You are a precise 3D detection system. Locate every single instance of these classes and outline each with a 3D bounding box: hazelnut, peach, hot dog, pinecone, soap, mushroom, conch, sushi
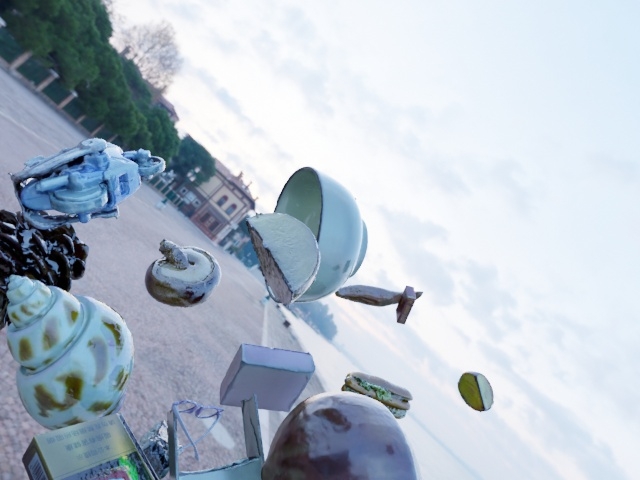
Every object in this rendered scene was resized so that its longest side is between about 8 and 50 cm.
[{"bbox_3d":[0.056,0.590,1.049,0.421,0.421,0.353,45,-39,-11],"label":"hazelnut"},{"bbox_3d":[0.356,0.338,0.951,0.050,0.077,0.083,6,23,-33],"label":"peach"},{"bbox_3d":[0.217,0.594,1.617,0.337,0.135,0.100,29,0,-23],"label":"hot dog"},{"bbox_3d":[-0.741,0.065,1.002,0.298,0.296,0.242,1,-50,16],"label":"pinecone"},{"bbox_3d":[-0.205,0.530,1.609,0.296,0.285,0.107,16,35,-23],"label":"soap"},{"bbox_3d":[-0.525,0.129,1.604,0.278,0.163,0.297,46,34,6],"label":"mushroom"},{"bbox_3d":[-0.534,0.238,0.892,0.368,0.249,0.197,51,-35,-12],"label":"conch"},{"bbox_3d":[-0.528,0.685,1.366,0.127,0.124,0.225,52,-13,-6],"label":"sushi"}]

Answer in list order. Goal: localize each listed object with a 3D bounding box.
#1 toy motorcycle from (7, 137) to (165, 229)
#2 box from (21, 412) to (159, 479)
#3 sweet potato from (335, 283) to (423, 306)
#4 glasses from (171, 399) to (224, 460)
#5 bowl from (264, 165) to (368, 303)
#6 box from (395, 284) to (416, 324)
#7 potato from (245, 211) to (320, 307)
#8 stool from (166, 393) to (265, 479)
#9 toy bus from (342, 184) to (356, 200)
[{"bbox_3d":[-0.538,-0.165,0.971,0.241,0.182,0.319,35,32,-2],"label":"toy motorcycle"},{"bbox_3d":[-0.368,0.418,0.708,0.240,0.071,0.159,42,14,27],"label":"box"},{"bbox_3d":[0.170,0.163,1.252,0.255,0.058,0.078,3,-34,4],"label":"sweet potato"},{"bbox_3d":[-0.271,0.417,0.928,0.140,0.062,0.104,42,22,-43],"label":"glasses"},{"bbox_3d":[0.000,0.000,1.092,0.185,0.354,0.354,13,5,-25],"label":"bowl"},{"bbox_3d":[0.206,0.156,1.027,0.023,0.082,0.051,14,30,-3],"label":"box"},{"bbox_3d":[-0.031,0.030,0.583,0.172,0.089,0.100,47,-29,47],"label":"potato"},{"bbox_3d":[-0.304,0.609,1.222,0.170,0.243,0.270,-46,-130,55],"label":"stool"},{"bbox_3d":[0.048,-0.120,1.652,0.126,0.209,0.136,42,0,-13],"label":"toy bus"}]
